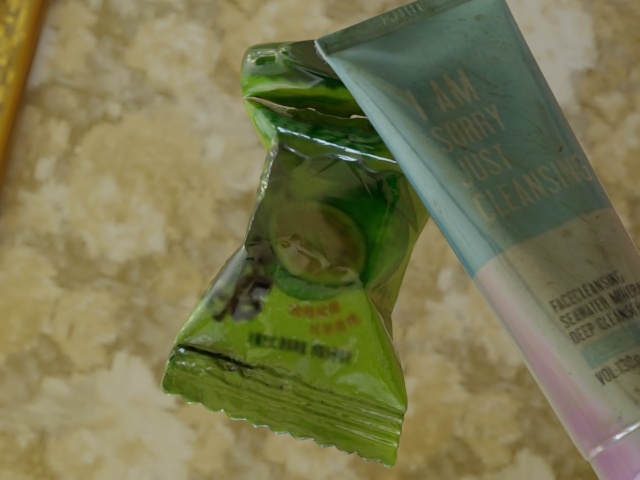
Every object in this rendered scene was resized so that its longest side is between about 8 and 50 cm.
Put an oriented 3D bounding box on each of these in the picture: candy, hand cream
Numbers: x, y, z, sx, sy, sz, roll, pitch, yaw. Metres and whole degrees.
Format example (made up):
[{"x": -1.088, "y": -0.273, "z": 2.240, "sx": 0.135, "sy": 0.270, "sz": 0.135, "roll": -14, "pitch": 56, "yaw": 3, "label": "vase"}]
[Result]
[{"x": 0.000, "y": 0.000, "z": 0.980, "sx": 0.069, "sy": 0.149, "sz": 0.246, "roll": 82, "pitch": -159, "yaw": -62, "label": "candy"}, {"x": 0.117, "y": 0.000, "z": 0.861, "sx": 0.312, "sy": 0.111, "sz": 0.070, "roll": 61, "pitch": 165, "yaw": 15, "label": "hand cream"}]
